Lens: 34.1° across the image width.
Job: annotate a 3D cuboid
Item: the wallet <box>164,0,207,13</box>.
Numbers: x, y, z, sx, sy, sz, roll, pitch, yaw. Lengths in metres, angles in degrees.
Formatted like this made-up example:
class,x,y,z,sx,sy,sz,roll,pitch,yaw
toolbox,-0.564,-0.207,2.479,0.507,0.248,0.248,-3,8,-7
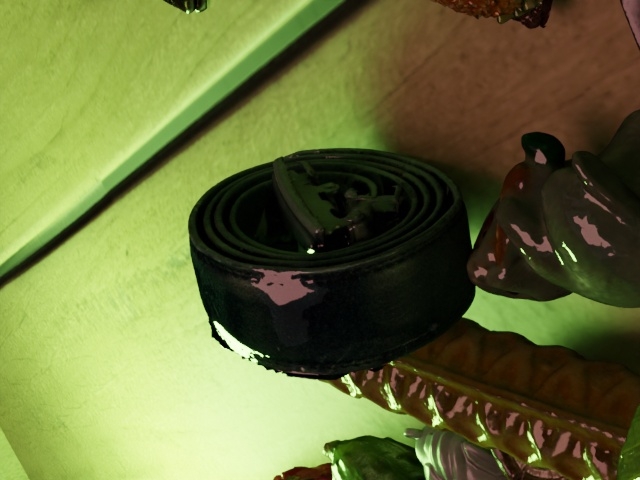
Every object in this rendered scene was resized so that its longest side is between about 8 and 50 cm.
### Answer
class,x,y,z,sx,sy,sz,roll,pitch,yaw
wallet,-0.201,-0.351,0.952,0.262,0.071,0.221,35,140,24

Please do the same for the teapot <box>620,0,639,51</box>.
class,x,y,z,sx,sy,sz,roll,pitch,yaw
teapot,0.229,-0.097,0.537,0.096,0.087,0.177,-20,99,33

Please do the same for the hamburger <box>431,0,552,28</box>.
class,x,y,z,sx,sy,sz,roll,pitch,yaw
hamburger,0.082,-0.210,0.638,0.166,0.087,0.137,43,144,27

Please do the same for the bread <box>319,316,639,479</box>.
class,x,y,z,sx,sy,sz,roll,pitch,yaw
bread,0.131,0.111,0.765,0.367,0.084,0.077,15,152,41

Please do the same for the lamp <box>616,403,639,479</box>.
class,x,y,z,sx,sy,sz,roll,pitch,yaw
lamp,0.255,0.115,0.516,0.284,0.250,0.250,63,150,17

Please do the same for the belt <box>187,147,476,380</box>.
class,x,y,z,sx,sy,sz,roll,pitch,yaw
belt,0.000,0.000,0.815,0.267,0.206,0.116,36,142,58

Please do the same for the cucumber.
class,x,y,z,sx,sy,sz,roll,pitch,yaw
cucumber,0.083,0.261,0.990,0.244,0.134,0.134,37,142,41

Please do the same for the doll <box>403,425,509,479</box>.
class,x,y,z,sx,sy,sz,roll,pitch,yaw
doll,0.153,0.203,0.896,0.180,0.079,0.094,28,162,23

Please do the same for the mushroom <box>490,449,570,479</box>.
class,x,y,z,sx,sy,sz,roll,pitch,yaw
mushroom,0.179,0.144,0.820,0.123,0.052,0.123,22,123,38

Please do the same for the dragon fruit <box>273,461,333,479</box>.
class,x,y,z,sx,sy,sz,roll,pitch,yaw
dragon fruit,-0.006,0.301,1.180,0.111,0.153,0.153,-108,3,-67

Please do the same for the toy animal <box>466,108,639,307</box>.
class,x,y,z,sx,sy,sz,roll,pitch,yaw
toy animal,0.157,0.004,0.687,0.138,0.108,0.236,54,149,8
